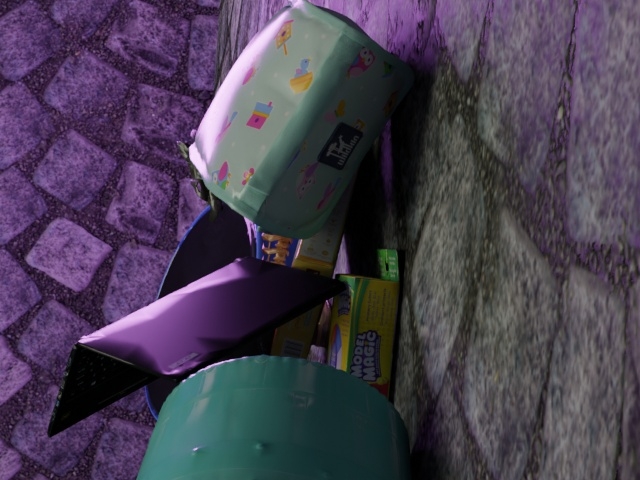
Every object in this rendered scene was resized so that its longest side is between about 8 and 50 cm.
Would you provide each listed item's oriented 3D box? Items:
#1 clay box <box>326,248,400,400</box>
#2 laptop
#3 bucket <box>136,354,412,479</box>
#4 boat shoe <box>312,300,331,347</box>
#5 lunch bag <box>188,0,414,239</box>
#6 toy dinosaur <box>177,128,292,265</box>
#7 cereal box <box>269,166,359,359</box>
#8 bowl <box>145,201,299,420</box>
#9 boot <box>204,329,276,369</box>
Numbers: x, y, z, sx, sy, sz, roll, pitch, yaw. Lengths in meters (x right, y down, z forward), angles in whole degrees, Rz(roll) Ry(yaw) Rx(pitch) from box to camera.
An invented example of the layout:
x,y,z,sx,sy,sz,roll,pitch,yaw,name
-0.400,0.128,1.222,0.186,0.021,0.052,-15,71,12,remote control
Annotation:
x,y,z,sx,sy,sz,roll,pitch,yaw,name
0.039,0.117,1.475,0.127,0.053,0.222,177,97,-81,clay box
-0.132,0.124,1.476,0.136,0.234,0.264,47,139,20,laptop
-0.042,0.249,1.270,0.183,0.281,0.281,-82,5,-47,bucket
-0.026,0.084,1.854,0.178,0.060,0.064,-111,27,-69,boat shoe
-0.022,-0.128,1.468,0.223,0.160,0.262,-57,11,6,lunch bag
-0.066,-0.109,1.748,0.218,0.164,0.322,-26,39,60,toy dinosaur
0.000,0.000,1.630,0.240,0.047,0.173,-75,0,-46,cereal box
-0.155,0.112,2.152,0.391,0.077,0.391,-41,39,45,bowl
-0.116,0.319,1.728,0.367,0.146,0.445,-40,55,49,boot
